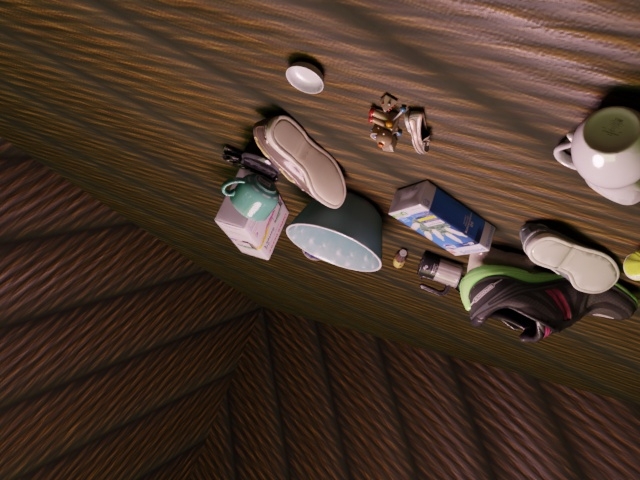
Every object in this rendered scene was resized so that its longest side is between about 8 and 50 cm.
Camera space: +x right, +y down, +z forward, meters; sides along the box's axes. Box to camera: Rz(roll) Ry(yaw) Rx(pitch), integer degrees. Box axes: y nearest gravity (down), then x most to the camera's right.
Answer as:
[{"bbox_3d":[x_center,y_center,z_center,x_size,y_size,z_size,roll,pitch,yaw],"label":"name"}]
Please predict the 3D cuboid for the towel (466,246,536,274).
[{"bbox_3d":[0.550,0.091,1.632,0.187,0.049,0.282,15,160,17],"label":"towel"}]

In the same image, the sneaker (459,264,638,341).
[{"bbox_3d":[0.632,0.192,1.482,0.481,0.203,0.185,3,156,3],"label":"sneaker"}]

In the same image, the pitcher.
[{"bbox_3d":[0.485,-0.153,0.921,0.177,0.126,0.207,28,180,34],"label":"pitcher"}]

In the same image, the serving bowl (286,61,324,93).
[{"bbox_3d":[-0.028,-0.342,1.093,0.083,0.027,0.083,20,162,7],"label":"serving bowl"}]

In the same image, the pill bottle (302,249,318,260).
[{"bbox_3d":[0.000,0.000,1.900,0.111,0.112,0.187,24,162,-5],"label":"pill bottle"}]

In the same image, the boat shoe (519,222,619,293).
[{"bbox_3d":[0.639,0.040,1.357,0.319,0.116,0.099,22,-154,-23],"label":"boat shoe"}]

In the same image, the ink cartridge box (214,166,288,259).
[{"bbox_3d":[-0.221,-0.083,1.771,0.116,0.202,0.278,16,161,17],"label":"ink cartridge box"}]

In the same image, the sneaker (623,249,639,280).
[{"bbox_3d":[0.812,0.043,1.169,0.126,0.091,0.240,9,167,-24],"label":"sneaker"}]

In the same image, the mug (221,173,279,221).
[{"bbox_3d":[-0.193,-0.133,1.539,0.129,0.097,0.157,51,-154,21],"label":"mug"}]

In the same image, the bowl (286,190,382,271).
[{"bbox_3d":[0.066,-0.042,1.622,0.311,0.163,0.312,19,161,7],"label":"bowl"}]

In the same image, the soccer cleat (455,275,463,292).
[{"bbox_3d":[0.517,0.175,1.865,0.178,0.073,0.060,23,162,-2],"label":"soccer cleat"}]

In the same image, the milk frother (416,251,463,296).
[{"bbox_3d":[0.400,0.107,1.801,0.134,0.129,0.143,20,-155,7],"label":"milk frother"}]

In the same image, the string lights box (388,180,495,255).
[{"bbox_3d":[0.328,-0.055,1.422,0.259,0.077,0.133,30,159,-23],"label":"string lights box"}]

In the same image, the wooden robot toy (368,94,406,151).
[{"bbox_3d":[0.132,-0.233,1.138,0.076,0.079,0.173,18,161,10],"label":"wooden robot toy"}]

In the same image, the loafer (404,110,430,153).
[{"bbox_3d":[0.214,-0.227,1.121,0.039,0.045,0.125,2,152,31],"label":"loafer"}]

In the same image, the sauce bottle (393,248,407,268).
[{"bbox_3d":[0.283,0.064,1.866,0.042,0.042,0.128,20,164,7],"label":"sauce bottle"}]

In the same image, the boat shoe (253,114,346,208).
[{"bbox_3d":[-0.050,-0.201,1.390,0.096,0.117,0.324,9,155,46],"label":"boat shoe"}]

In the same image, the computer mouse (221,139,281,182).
[{"bbox_3d":[-0.173,-0.238,1.506,0.188,0.072,0.272,25,174,-17],"label":"computer mouse"}]
